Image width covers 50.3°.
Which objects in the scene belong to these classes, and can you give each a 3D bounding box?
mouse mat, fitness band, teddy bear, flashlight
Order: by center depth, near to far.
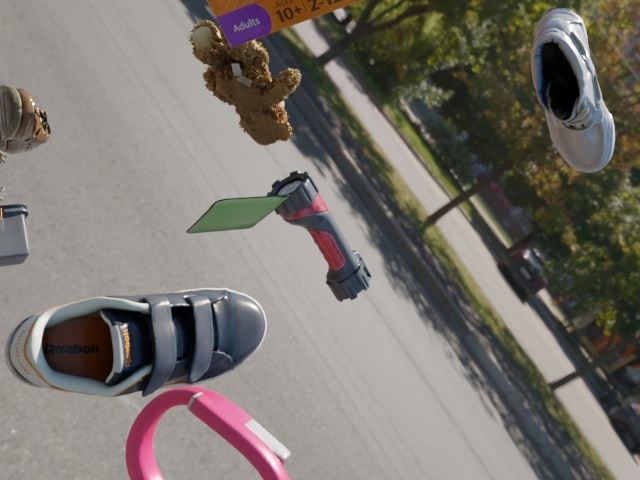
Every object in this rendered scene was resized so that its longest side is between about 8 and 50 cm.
[{"bbox_3d":[-0.158,0.341,0.981,0.291,0.209,0.054,35,16,18],"label":"fitness band"},{"bbox_3d":[-0.162,-0.050,1.322,0.153,0.190,0.007,-6,74,-33],"label":"mouse mat"},{"bbox_3d":[0.000,0.000,1.438,0.304,0.103,0.103,61,28,-28],"label":"flashlight"},{"bbox_3d":[-0.169,-0.382,1.595,0.338,0.245,0.113,45,42,-29],"label":"teddy bear"}]

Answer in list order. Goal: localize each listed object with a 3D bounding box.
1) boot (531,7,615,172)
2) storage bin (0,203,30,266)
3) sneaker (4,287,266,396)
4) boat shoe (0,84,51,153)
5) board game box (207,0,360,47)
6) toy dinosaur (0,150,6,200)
[{"bbox_3d":[0.351,-0.188,0.971,0.258,0.095,0.123,63,39,-24],"label":"boot"},{"bbox_3d":[-0.564,-0.005,1.169,0.135,0.098,0.091,-9,74,-39],"label":"storage bin"},{"bbox_3d":[-0.200,0.123,0.819,0.321,0.127,0.126,-6,85,-28],"label":"sneaker"},{"bbox_3d":[-0.624,-0.254,1.436,0.105,0.307,0.110,-2,89,-32],"label":"boat shoe"},{"bbox_3d":[-0.003,-0.548,0.945,0.356,0.356,0.356,62,31,-31],"label":"board game box"},{"bbox_3d":[-0.489,-0.106,0.938,0.183,0.053,0.093,58,29,3],"label":"toy dinosaur"}]
